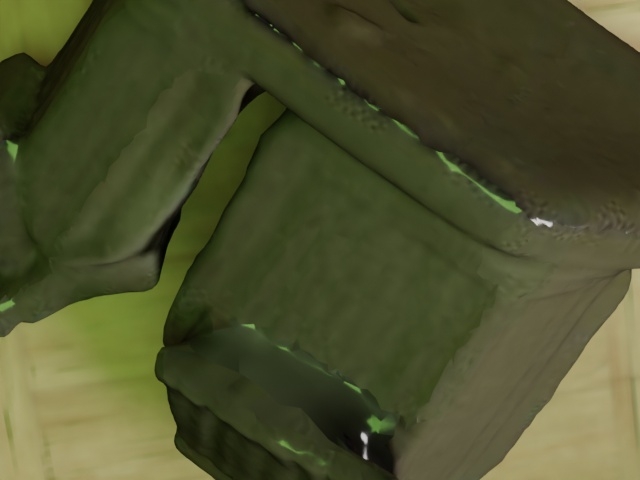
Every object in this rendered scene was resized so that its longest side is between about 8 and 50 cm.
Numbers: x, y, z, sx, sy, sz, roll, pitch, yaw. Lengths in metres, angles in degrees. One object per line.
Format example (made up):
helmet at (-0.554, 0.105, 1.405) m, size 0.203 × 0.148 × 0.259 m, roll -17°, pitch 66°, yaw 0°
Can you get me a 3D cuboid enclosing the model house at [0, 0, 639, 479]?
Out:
model house at (0.001, -0.002, 0.502) m, size 0.229 × 0.122 × 0.188 m, roll 35°, pitch 112°, yaw 3°
